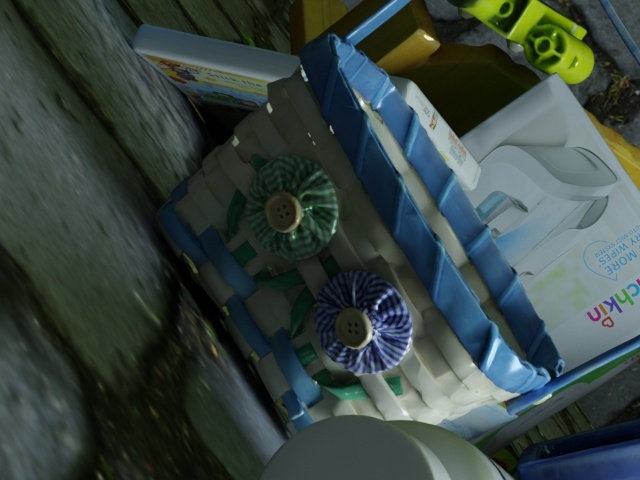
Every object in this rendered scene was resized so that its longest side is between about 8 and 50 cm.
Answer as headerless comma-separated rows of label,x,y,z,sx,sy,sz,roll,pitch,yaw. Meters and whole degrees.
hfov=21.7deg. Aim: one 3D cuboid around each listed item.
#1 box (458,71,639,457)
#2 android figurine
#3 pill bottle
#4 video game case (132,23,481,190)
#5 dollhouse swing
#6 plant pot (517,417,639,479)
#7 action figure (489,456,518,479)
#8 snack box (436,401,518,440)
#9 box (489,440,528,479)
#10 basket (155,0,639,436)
box,0.167,0.032,1.440,0.231,0.262,0.127,59,9,18
android figurine,0.147,-0.227,1.535,0.248,0.056,0.273,38,11,22
pill bottle,0.043,0.143,0.751,0.112,0.112,0.186,60,9,30
video game case,-0.005,-0.101,1.294,0.227,0.026,0.206,15,-10,23
dollhouse swing,0.153,-0.159,1.712,0.347,0.315,0.305,32,47,-25
plant pot,0.297,0.252,1.360,0.236,0.236,0.212,11,67,-80
action figure,0.172,0.227,1.488,0.030,0.038,0.115,34,-5,35
snack box,0.062,0.040,1.288,0.174,0.070,0.207,34,32,-56
box,0.227,0.286,1.581,0.207,0.036,0.114,58,8,16
basket,0.077,-0.014,0.954,0.255,0.289,0.201,56,8,10
